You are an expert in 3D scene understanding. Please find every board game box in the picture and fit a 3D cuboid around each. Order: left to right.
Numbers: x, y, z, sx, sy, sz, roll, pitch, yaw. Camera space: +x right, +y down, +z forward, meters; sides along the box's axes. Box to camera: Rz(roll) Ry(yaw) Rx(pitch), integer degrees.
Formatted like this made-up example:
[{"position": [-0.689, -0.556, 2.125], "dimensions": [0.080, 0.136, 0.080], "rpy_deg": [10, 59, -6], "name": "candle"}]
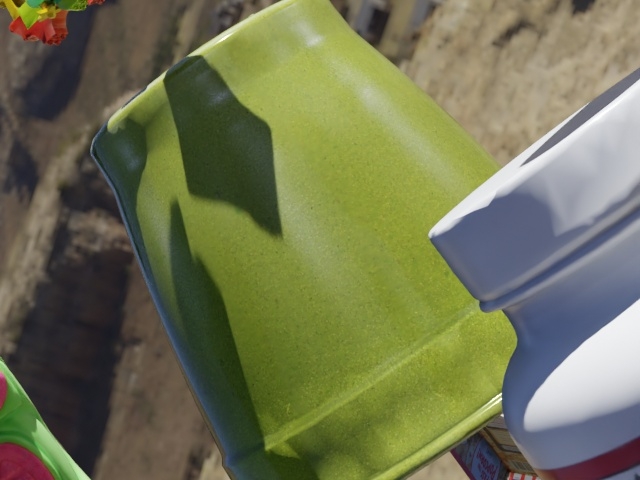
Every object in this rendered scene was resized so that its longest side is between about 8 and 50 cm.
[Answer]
[{"position": [0.203, 0.205, 1.358], "dimensions": [0.193, 0.147, 0.045], "rpy_deg": [-127, 52, -70], "name": "board game box"}]

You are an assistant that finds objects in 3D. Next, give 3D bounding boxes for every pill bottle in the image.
[{"position": [0.243, 0.108, 0.749], "dimensions": [0.229, 0.407, 0.229], "rpy_deg": [-36, 0, 0], "name": "pill bottle"}]

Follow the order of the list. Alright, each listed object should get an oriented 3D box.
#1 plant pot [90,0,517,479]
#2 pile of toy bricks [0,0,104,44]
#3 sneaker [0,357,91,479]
[{"position": [0.000, 0.000, 1.205], "dimensions": [0.366, 0.353, 0.366], "rpy_deg": [-34, 0, 0], "name": "plant pot"}, {"position": [-0.188, -0.214, 1.068], "dimensions": [0.212, 0.118, 0.105], "rpy_deg": [-37, 77, 32], "name": "pile of toy bricks"}, {"position": [-0.237, 0.218, 1.077], "dimensions": [0.202, 0.185, 0.483], "rpy_deg": [22, 138, 66], "name": "sneaker"}]
